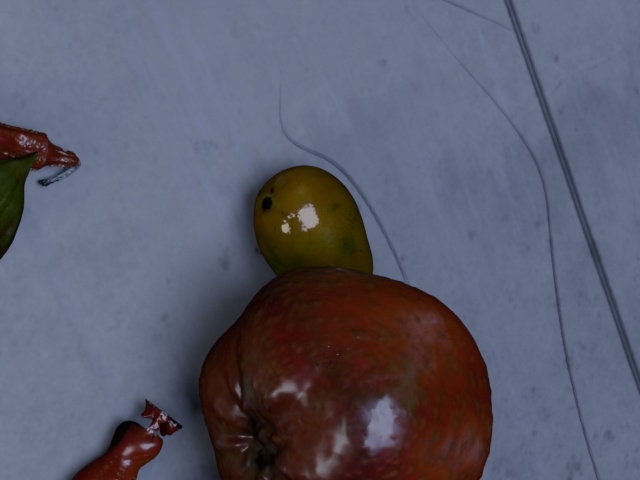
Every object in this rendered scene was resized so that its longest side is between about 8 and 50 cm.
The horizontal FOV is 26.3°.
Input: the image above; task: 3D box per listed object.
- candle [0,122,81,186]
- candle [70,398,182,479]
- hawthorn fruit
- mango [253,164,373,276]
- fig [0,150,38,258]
[{"bbox_3d":[-0.285,-0.081,1.209,0.162,0.053,0.048,12,92,-33],"label":"candle"},{"bbox_3d":[-0.246,0.284,1.256,0.051,0.048,0.329,33,72,14],"label":"candle"},{"bbox_3d":[0.035,0.166,1.289,0.299,0.275,0.275,15,85,-39],"label":"hawthorn fruit"},{"bbox_3d":[-0.004,0.001,1.360,0.111,0.089,0.163,-36,117,-29],"label":"mango"},{"bbox_3d":[-0.301,-0.026,1.170,0.154,0.109,0.103,-45,110,-28],"label":"fig"}]
